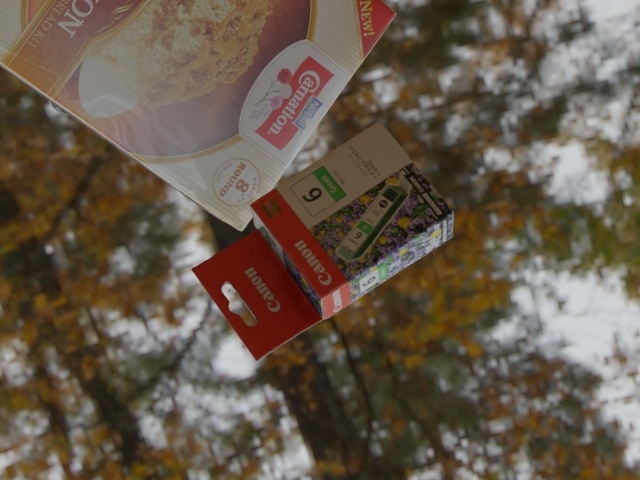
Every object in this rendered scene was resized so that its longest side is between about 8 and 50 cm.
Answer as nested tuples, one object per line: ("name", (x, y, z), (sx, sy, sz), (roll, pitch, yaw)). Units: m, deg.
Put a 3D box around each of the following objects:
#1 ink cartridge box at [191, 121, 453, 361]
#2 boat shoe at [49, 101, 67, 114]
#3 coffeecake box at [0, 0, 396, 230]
("ink cartridge box", (0.000, 0.000, 0.814), (0.115, 0.029, 0.063), (-33, -113, -11))
("boat shoe", (-0.113, -0.157, 1.129), (0.228, 0.068, 0.081), (-28, 171, 40))
("coffeecake box", (-0.079, -0.116, 0.874), (0.142, 0.185, 0.068), (-55, -156, -2))
